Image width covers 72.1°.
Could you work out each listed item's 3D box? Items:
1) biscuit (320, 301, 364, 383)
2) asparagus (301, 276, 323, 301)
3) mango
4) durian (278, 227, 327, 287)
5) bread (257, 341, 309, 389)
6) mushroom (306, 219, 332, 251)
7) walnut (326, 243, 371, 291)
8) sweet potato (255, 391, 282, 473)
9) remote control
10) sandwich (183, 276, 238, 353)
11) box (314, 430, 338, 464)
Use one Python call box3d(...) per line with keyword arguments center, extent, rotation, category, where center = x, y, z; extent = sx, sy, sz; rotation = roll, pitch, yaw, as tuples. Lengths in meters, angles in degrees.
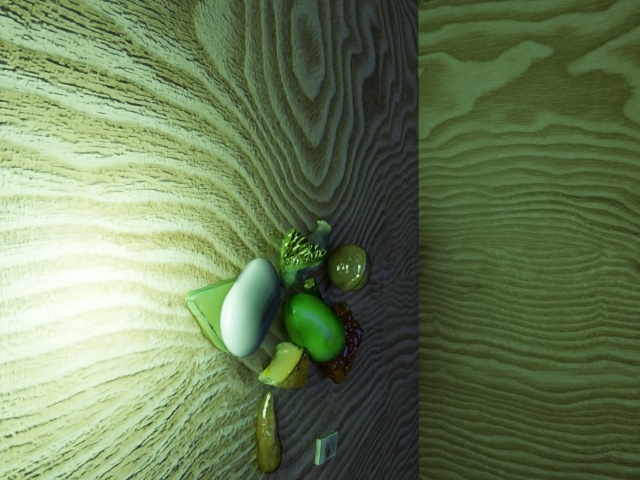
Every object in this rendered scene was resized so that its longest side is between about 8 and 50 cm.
box3d(center=(0.082, 0.465, 2.036), extent=(0.318, 0.110, 0.312), rotation=(62, 40, -32), category="biscuit")
box3d(center=(-0.023, 0.231, 1.819), extent=(0.067, 0.059, 0.278), rotation=(-64, 158, -22), category="asparagus")
box3d(center=(-0.028, 0.341, 1.716), extent=(0.382, 0.201, 0.226), rotation=(54, 42, -46), category="mango")
box3d(center=(-0.098, 0.069, 1.629), extent=(0.198, 0.163, 0.394), rotation=(-49, 175, 8), category="durian")
box3d(center=(-0.129, 0.450, 1.596), extent=(0.169, 0.140, 0.160), rotation=(34, 67, -59), category="bread")
box3d(center=(0.000, 0.000, 1.878), extent=(0.116, 0.093, 0.225), rotation=(57, 43, -18), category="mushroom")
box3d(center=(0.132, 0.127, 2.033), extent=(0.228, 0.227, 0.228), rotation=(-7, 98, -64), category="walnut")
box3d(center=(-0.182, 0.685, 1.547), extent=(0.097, 0.097, 0.292), rotation=(-7, 96, -64), category="sweet potato")
box3d(center=(-0.203, 0.196, 1.328), extent=(0.332, 0.103, 0.221), rotation=(-63, 148, -51), category="remote control")
box3d(center=(-0.298, 0.181, 1.321), extent=(0.212, 0.063, 0.245), rotation=(-67, 148, -44), category="sandwich")
box3d(center=(0.030, 0.972, 2.066), extent=(0.198, 0.029, 0.109), rotation=(24, 69, -63), category="box")
